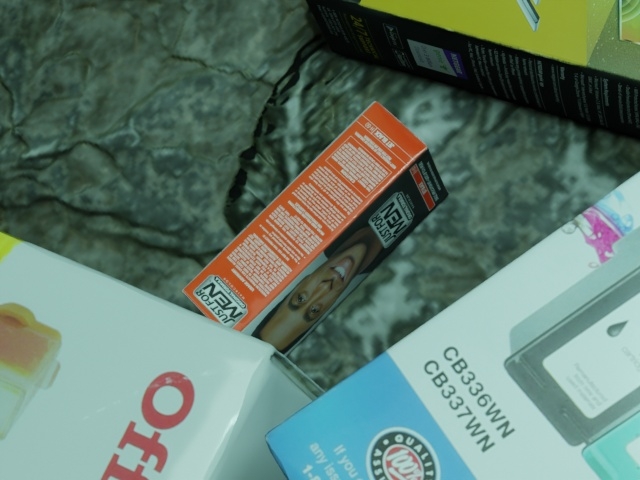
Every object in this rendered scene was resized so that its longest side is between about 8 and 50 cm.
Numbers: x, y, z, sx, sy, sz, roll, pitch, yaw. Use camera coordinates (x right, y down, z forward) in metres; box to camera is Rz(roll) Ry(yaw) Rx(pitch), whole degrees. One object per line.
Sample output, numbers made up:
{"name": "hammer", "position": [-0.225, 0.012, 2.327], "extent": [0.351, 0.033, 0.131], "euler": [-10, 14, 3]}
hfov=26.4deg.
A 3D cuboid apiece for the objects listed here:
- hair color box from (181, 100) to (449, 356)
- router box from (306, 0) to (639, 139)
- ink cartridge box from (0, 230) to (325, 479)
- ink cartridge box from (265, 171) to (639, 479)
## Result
{"name": "hair color box", "position": [0.000, 0.000, 0.721], "extent": [0.141, 0.072, 0.043], "euler": [-44, 66, -3]}
{"name": "router box", "position": [0.162, -0.220, 0.752], "extent": [0.243, 0.081, 0.308], "euler": [18, 76, 20]}
{"name": "ink cartridge box", "position": [-0.218, 0.125, 0.684], "extent": [0.385, 0.160, 0.279], "euler": [21, 77, 21]}
{"name": "ink cartridge box", "position": [0.158, 0.100, 0.572], "extent": [0.270, 0.197, 0.198], "euler": [-36, 66, 0]}
